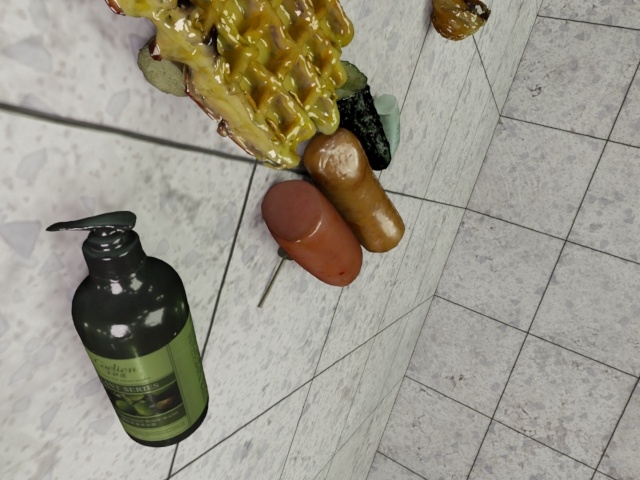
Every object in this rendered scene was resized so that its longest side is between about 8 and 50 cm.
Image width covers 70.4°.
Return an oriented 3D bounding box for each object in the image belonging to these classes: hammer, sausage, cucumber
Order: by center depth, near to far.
[{"bbox_3d":[0.000,0.000,0.734,0.113,0.113,0.259,-64,153,-11],"label":"sausage"},{"bbox_3d":[-0.078,0.062,0.755,0.110,0.019,0.035,-62,157,-2],"label":"hammer"},{"bbox_3d":[0.067,-0.193,0.769,0.072,0.081,0.303,-38,160,5],"label":"cucumber"},{"bbox_3d":[0.058,-0.084,0.770,0.109,0.109,0.270,-60,140,-18],"label":"sausage"}]

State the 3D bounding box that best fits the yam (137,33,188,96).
[{"bbox_3d":[-0.072,-0.247,0.445,0.274,0.061,0.061,-59,155,-22],"label":"yam"}]

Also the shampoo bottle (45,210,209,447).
[{"bbox_3d":[-0.178,0.091,0.451,0.101,0.101,0.284,-45,147,-43],"label":"shampoo bottle"}]

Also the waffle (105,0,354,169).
[{"bbox_3d":[-0.070,-0.208,0.364,0.283,0.065,0.309,-23,111,-48],"label":"waffle"}]

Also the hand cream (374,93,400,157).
[{"bbox_3d":[0.143,-0.225,0.944,0.078,0.050,0.205,-65,161,-12],"label":"hand cream"}]

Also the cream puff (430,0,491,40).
[{"bbox_3d":[0.289,-0.478,0.956,0.133,0.119,0.104,0,136,-46],"label":"cream puff"}]
